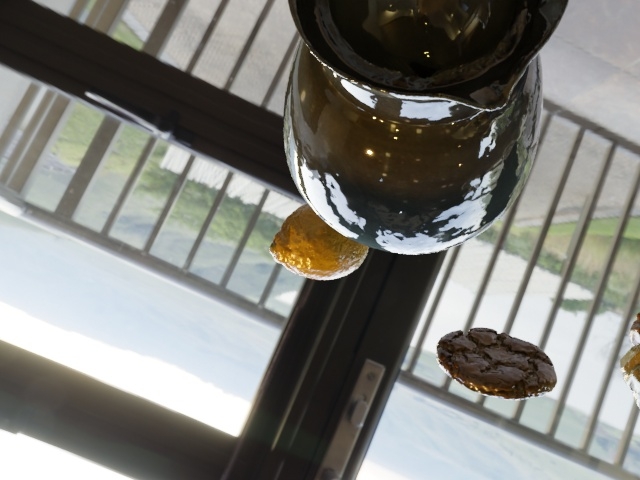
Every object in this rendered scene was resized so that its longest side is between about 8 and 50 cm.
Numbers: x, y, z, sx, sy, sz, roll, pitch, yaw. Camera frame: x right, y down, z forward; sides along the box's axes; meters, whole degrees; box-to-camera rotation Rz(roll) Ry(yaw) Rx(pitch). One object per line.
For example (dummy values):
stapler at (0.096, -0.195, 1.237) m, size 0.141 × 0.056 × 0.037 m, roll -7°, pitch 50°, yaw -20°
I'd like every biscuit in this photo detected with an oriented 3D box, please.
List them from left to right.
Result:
biscuit at (0.322, 0.220, 1.227) m, size 0.226 × 0.042 × 0.226 m, roll 4°, pitch -159°, yaw -1°

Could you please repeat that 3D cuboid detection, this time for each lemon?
lemon at (0.000, 0.000, 1.162) m, size 0.187 × 0.142 × 0.142 m, roll -9°, pitch -177°, yaw -24°

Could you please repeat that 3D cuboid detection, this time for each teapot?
teapot at (0.078, -0.169, 0.514) m, size 0.224 × 0.305 × 0.285 m, roll 7°, pitch 161°, yaw 6°

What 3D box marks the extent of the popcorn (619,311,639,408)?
popcorn at (0.619, 0.245, 1.041) m, size 0.332 × 0.225 × 0.264 m, roll 49°, pitch 154°, yaw 40°
